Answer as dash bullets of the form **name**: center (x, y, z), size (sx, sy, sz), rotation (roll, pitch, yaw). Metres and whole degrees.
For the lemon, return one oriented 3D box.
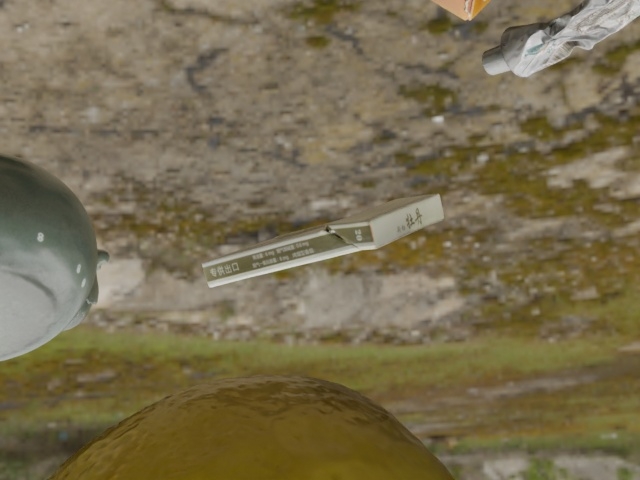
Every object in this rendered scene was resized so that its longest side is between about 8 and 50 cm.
- **lemon**: center (-0.046, 0.190, 0.523), size (0.219, 0.241, 0.240), rotation (-23, 178, -31)

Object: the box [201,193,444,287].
- **box**: center (0.000, 0.000, 1.014), size (0.198, 0.029, 0.109), rotation (-15, -176, 40)

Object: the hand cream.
- **hand cream**: center (0.252, -0.217, 1.057), size (0.257, 0.050, 0.084), rotation (-29, 155, 36)

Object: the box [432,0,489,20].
- **box**: center (0.230, -0.437, 1.294), size (0.341, 0.143, 0.225), rotation (-46, 172, -7)

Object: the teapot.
- **teapot**: center (-0.274, 0.008, 0.907), size (0.193, 0.130, 0.294), rotation (-34, 139, 24)
